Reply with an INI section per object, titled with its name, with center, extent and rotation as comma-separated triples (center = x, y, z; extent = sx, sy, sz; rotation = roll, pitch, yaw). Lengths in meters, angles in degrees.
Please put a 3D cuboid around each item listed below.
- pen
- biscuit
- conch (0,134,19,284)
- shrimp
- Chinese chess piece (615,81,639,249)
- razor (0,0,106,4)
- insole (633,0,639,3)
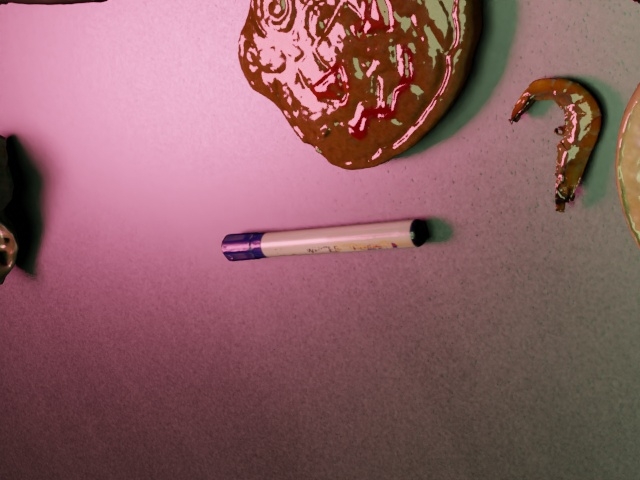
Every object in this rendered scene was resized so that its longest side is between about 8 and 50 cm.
[pen]
center = 0.000, 0.001, 1.428
extent = 0.269, 0.033, 0.033
rotation = -4, 104, 38
[biscuit]
center = 0.034, -0.208, 1.313
extent = 0.257, 0.049, 0.273
rotation = 45, 127, 16
[conch]
center = -0.462, -0.045, 1.715
extent = 0.176, 0.122, 0.188
rotation = 29, 127, 2
[shrimp]
center = 0.217, -0.089, 1.227
extent = 0.091, 0.025, 0.127
rotation = 14, 111, 34
[Chinese chess piece]
center = 0.374, -0.059, 1.062
extent = 0.270, 0.112, 0.270
rotation = 16, 117, 33
[razor]
center = -0.325, -0.358, 1.496
extent = 0.327, 0.107, 0.189
rotation = 2, 107, 38
[insole]
center = 0.288, -0.221, 1.043
extent = 0.109, 0.007, 0.322
rotation = -50, 48, 15
